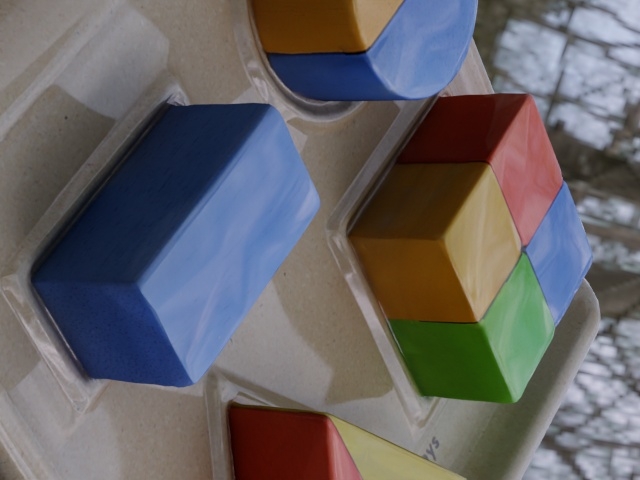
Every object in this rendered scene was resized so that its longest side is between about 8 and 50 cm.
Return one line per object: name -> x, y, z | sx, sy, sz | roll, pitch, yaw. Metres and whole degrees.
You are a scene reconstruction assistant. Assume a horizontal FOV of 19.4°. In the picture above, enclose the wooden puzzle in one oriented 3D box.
wooden puzzle -> 0.000, 0.000, 0.709 | 0.080, 0.348, 0.322 | -2, -140, 39
